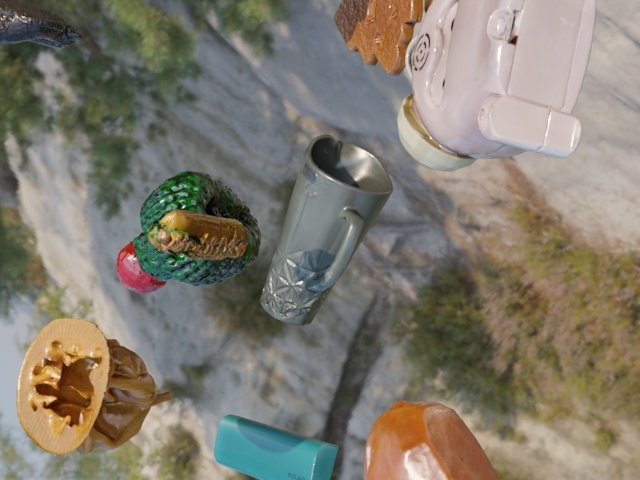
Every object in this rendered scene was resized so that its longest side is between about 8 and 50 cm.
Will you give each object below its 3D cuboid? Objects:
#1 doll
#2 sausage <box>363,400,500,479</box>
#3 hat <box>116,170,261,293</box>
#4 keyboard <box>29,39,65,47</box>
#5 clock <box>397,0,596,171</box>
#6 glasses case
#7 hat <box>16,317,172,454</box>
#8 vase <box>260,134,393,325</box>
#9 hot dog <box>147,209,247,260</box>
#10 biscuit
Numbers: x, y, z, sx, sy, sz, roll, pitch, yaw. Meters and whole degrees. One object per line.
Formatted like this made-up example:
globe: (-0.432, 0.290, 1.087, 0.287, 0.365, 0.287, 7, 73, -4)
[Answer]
doll: (-0.366, -0.251, 0.978, 0.165, 0.057, 0.139, 4, -178, -40)
sausage: (0.155, 0.331, 1.075, 0.153, 0.141, 0.268, -4, -123, -49)
hat: (-0.311, 0.022, 1.814, 0.274, 0.332, 0.242, 29, -144, -47)
keyboard: (-0.555, -0.368, 1.493, 0.198, 0.010, 0.064, 9, -176, -35)
clock: (0.239, -0.266, 1.204, 0.184, 0.342, 0.326, 16, -179, -18)
glasses case: (-0.104, 0.452, 1.782, 0.301, 0.117, 0.070, 4, 164, 41)
hat: (-0.332, 0.243, 1.400, 0.233, 0.244, 0.233, 18, -153, -47)
vase: (0.000, 0.000, 1.409, 0.156, 0.300, 0.251, 17, -157, -20)
hot dog: (-0.160, -0.001, 1.141, 0.188, 0.072, 0.055, 9, -132, -59)
biscuit: (0.129, -0.514, 1.903, 0.043, 0.283, 0.306, -2, -170, -33)
